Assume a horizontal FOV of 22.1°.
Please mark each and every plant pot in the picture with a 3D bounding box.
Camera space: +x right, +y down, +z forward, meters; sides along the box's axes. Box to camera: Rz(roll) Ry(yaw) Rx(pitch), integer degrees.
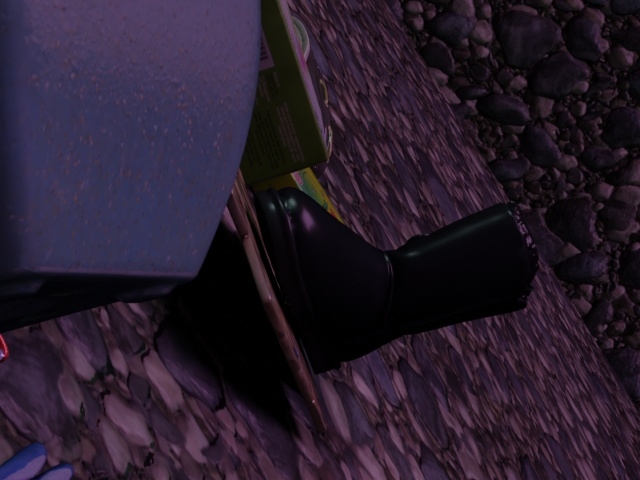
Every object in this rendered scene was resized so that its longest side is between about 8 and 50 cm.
[{"bbox_3d":[-0.167,-0.086,0.694,0.247,0.247,0.252,7,69,-66],"label":"plant pot"}]

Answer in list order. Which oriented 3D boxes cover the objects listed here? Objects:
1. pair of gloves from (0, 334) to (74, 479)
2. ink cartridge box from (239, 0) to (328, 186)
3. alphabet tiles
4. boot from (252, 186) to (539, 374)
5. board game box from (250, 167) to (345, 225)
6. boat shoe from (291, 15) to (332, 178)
[{"bbox_3d":[-0.165,0.100,0.802,0.198,0.023,0.159,60,13,0],"label":"pair of gloves"},{"bbox_3d":[-0.068,-0.194,1.584,0.255,0.097,0.189,-95,168,-64],"label":"ink cartridge box"},{"bbox_3d":[-0.058,-0.016,1.290,0.342,0.011,0.285,71,-1,-59],"label":"alphabet tiles"},{"bbox_3d":[0.066,0.008,1.321,0.246,0.207,0.094,70,1,-57],"label":"boot"},{"bbox_3d":[0.000,0.000,1.636,0.181,0.043,0.092,58,12,-10],"label":"board game box"},{"bbox_3d":[-0.033,-0.156,1.790,0.069,0.081,0.228,54,21,-40],"label":"boat shoe"}]
